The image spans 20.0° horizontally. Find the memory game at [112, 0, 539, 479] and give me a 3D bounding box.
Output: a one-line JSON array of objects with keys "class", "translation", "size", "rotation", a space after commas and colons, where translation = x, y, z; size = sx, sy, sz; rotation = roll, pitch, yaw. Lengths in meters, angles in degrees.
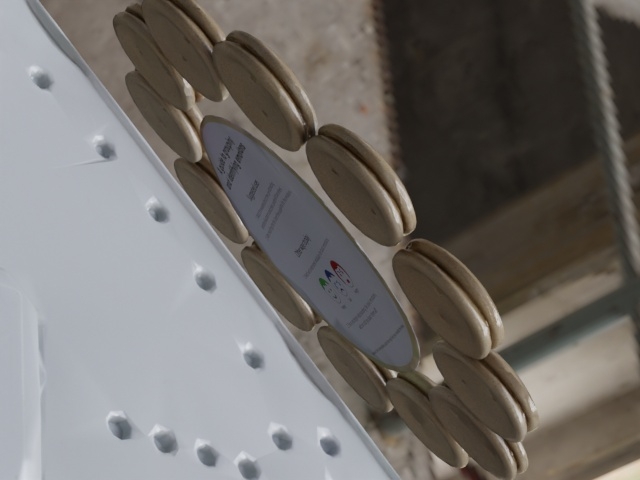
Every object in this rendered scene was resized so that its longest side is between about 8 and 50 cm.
[{"class": "memory game", "translation": [0.000, 0.000, 0.547], "size": [0.012, 0.186, 0.186], "rotation": [-40, 98, -14]}]

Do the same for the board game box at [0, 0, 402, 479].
[{"class": "board game box", "translation": [-0.168, 0.057, 0.705], "size": [0.390, 0.050, 0.390], "rotation": [52, 35, 0]}]
